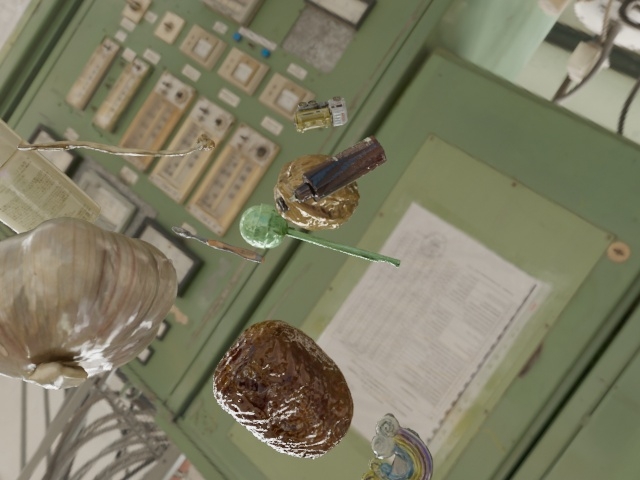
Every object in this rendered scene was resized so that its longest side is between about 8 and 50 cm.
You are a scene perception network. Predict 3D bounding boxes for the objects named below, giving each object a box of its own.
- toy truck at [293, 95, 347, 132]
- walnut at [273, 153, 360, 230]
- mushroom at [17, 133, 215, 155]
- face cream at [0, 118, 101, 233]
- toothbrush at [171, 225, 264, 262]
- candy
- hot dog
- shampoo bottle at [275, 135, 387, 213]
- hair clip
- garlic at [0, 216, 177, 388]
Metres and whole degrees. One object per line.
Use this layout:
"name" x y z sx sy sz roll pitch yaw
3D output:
"toy truck" 0.000 -0.277 1.393 0.063 0.123 0.052 -105 5 -47
"walnut" -0.009 -0.120 1.562 0.244 0.198 0.198 8 -158 -43
"mushroom" -0.298 -0.136 0.915 0.285 0.026 0.028 -3 -143 -3
"face cream" -0.677 -0.118 1.425 0.081 0.173 0.349 33 167 44
"toothbrush" -0.262 0.009 1.591 0.320 0.023 0.031 17 172 32
"candy" 0.000 0.000 1.659 0.439 0.119 0.119 14 -176 1
"hot dog" -0.084 0.359 1.508 0.387 0.267 0.174 46 172 -26
"shampoo bottle" 0.020 -0.125 1.238 0.067 0.236 0.068 55 171 19
"hair clip" 0.137 0.400 1.096 0.115 0.172 0.049 15 -178 11
"garlic" -0.377 0.093 0.947 0.321 0.241 0.322 -6 177 0
